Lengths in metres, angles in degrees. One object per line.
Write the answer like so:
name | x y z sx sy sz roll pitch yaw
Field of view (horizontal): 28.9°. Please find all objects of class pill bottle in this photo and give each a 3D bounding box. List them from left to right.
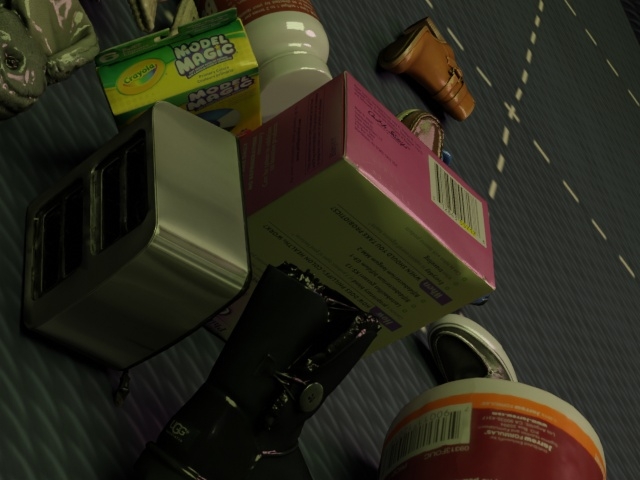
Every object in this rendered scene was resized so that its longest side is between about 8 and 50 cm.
pill bottle | -0.063 -0.231 1.357 0.121 0.121 0.216 22 37 -48
pill bottle | 0.142 0.328 1.093 0.224 0.224 0.392 47 32 -22

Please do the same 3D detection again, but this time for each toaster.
toaster | -0.147 0.005 0.999 0.110 0.168 0.185 29 40 -39

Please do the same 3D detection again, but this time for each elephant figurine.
elephant figurine | -0.265 -0.158 0.983 0.186 0.169 0.239 -14 74 -35

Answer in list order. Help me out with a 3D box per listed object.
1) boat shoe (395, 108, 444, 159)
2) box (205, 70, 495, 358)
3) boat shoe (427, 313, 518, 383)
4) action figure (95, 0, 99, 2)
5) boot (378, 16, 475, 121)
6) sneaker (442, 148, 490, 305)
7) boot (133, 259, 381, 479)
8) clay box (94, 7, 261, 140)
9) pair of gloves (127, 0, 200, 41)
boat shoe | 0.096 -0.022 1.351 0.095 0.095 0.257 24 77 -35
box | 0.000 0.000 1.149 0.213 0.243 0.117 38 35 -32
boat shoe | 0.193 0.193 1.457 0.228 0.080 0.076 60 26 -15
action figure | -0.266 -0.318 1.178 0.185 0.099 0.285 57 24 11
boot | 0.164 -0.236 1.802 0.152 0.073 0.197 59 31 -11
sneaker | 0.162 -0.020 1.581 0.083 0.087 0.221 -11 73 -59
boot | -0.013 0.148 1.009 0.094 0.207 0.246 29 -10 45
clay box | -0.118 -0.121 1.085 0.222 0.127 0.053 95 -26 -76
pair of gloves | -0.161 -0.224 1.226 0.204 0.042 0.240 -94 171 -45
